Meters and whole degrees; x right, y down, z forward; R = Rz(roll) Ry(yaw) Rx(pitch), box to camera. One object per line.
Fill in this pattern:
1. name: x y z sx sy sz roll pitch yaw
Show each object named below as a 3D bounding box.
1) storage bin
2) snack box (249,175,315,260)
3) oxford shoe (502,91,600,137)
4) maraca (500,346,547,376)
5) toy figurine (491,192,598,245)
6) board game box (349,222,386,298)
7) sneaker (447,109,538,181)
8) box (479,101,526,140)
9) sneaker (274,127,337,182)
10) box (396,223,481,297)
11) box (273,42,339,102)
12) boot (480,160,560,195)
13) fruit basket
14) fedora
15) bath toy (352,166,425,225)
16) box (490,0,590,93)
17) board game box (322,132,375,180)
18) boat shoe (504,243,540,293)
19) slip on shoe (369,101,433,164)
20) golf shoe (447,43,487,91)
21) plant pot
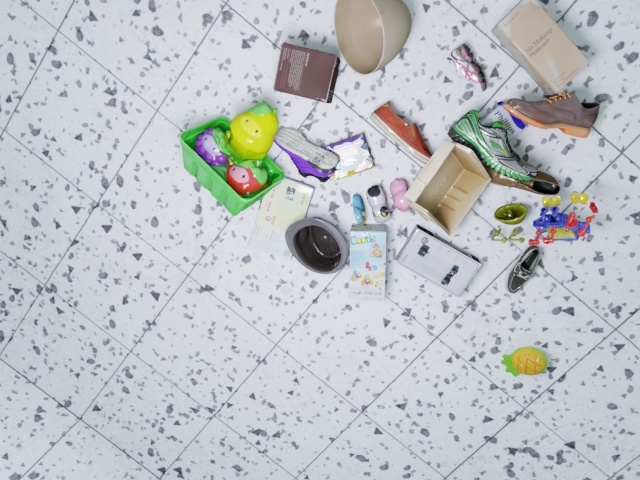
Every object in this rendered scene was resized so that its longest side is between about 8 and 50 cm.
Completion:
1. storage bin: 0.457 -0.190 1.744 0.123 0.260 0.262 38 95 38
2. snack box: -0.159 -0.098 1.982 0.187 0.060 0.322 20 106 2
3. oxford shoe: 0.801 -0.461 1.679 0.363 0.130 0.133 6 123 -19
4. maraca: 0.837 0.501 1.989 0.185 0.099 0.127 -28 89 39
5. toy figurine: 0.851 -0.030 1.793 0.217 0.362 0.191 33 65 -37
6. board game box: 0.190 0.080 1.939 0.144 0.142 0.276 1 105 6
7. sneaker: 0.624 -0.329 1.698 0.343 0.134 0.146 36 111 2
8. box: 0.655 -0.419 1.781 0.126 0.072 0.137 45 105 -6
9. sneaker: -0.075 -0.320 1.891 0.293 0.102 0.146 35 145 16
10. box: 0.468 0.081 1.930 0.289 0.087 0.169 28 106 0
11. box: -0.047 -0.610 1.776 0.203 0.168 0.167 15 105 4
12. boot: 0.740 -0.237 1.797 0.305 0.115 0.112 16 109 5
13. fruit basket: -0.303 -0.332 1.797 0.392 0.283 0.392 21 131 27
14. fedora: 0.000 0.000 1.938 0.243 0.124 0.275 -29 109 32
15. bath toy: 0.295 -0.167 1.868 0.348 0.129 0.152 -21 101 12
16. box: 0.755 -0.674 1.674 0.311 0.121 0.148 44 106 -5
17. board game box: 0.111 -0.327 1.892 0.170 0.048 0.141 -18 103 12
18. boat shoe: 0.795 0.118 1.904 0.077 0.070 0.219 20 106 2
19. slip on shoe: 0.335 -0.390 1.814 0.331 0.123 0.101 42 102 1
20. golf shoe: 0.536 -0.615 1.757 0.086 0.067 0.186 -27 101 41
21. plant pot: 0.203 -0.744 1.681 0.190 0.284 0.284 -26 102 -23
